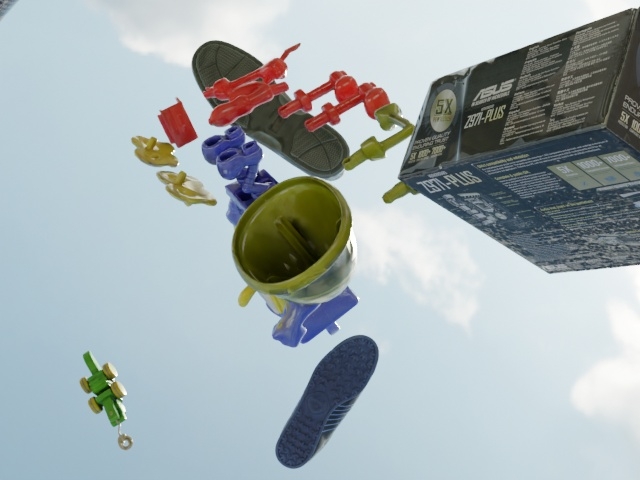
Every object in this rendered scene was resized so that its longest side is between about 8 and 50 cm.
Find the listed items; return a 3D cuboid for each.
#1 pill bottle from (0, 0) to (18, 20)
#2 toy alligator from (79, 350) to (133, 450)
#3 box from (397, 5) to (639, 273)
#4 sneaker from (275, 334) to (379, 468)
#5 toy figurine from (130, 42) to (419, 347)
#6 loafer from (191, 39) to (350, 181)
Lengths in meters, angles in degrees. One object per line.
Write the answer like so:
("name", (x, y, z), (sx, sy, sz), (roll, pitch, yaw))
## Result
("pill bottle", (-0.330, -0.292, 0.996), (0.130, 0.245, 0.130), (43, -167, -13))
("toy alligator", (-0.333, 0.259, 1.644), (0.056, 0.051, 0.190), (-33, -118, 3))
("box", (0.162, -0.049, 0.625), (0.147, 0.180, 0.078), (29, -110, -25))
("sneaker", (0.009, 0.241, 1.567), (0.081, 0.090, 0.232), (36, -91, 6))
("toy figurine", (0.000, 0.000, 0.875), (0.191, 0.217, 0.362), (-31, -148, -11))
("loafer", (-0.072, -0.170, 1.432), (0.267, 0.084, 0.096), (41, -97, 9))
